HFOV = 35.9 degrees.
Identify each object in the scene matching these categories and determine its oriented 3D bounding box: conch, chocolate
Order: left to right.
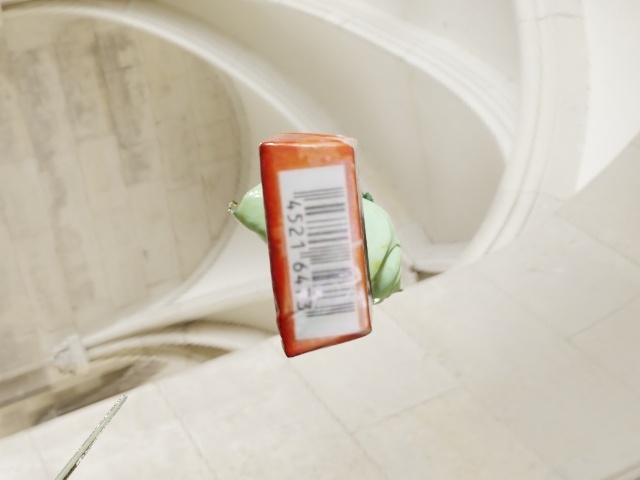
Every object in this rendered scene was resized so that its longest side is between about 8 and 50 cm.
[{"bbox_3d":[0.000,-0.009,1.137,0.235,0.108,0.237,-68,151,-82],"label":"chocolate"},{"bbox_3d":[0.014,-0.008,1.375,0.250,0.143,0.137,46,17,7],"label":"conch"}]

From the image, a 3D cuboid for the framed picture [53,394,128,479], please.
[{"bbox_3d":[-0.330,0.305,1.227,0.010,0.231,0.173,37,-58,-2],"label":"framed picture"}]
